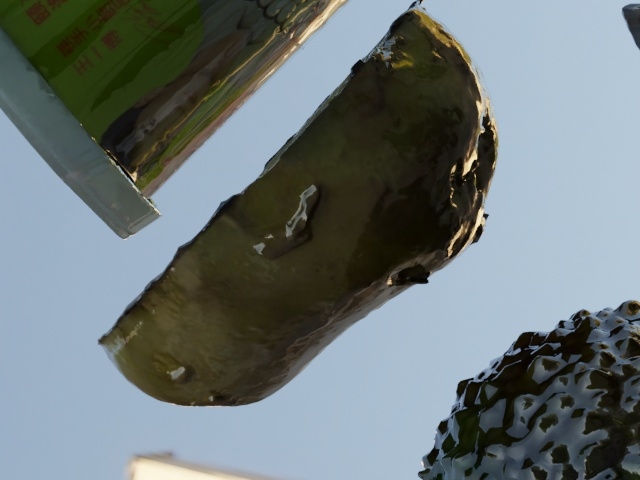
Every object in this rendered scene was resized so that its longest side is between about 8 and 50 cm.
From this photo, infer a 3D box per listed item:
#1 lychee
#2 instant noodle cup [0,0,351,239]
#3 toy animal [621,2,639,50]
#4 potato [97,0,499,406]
[{"bbox_3d":[0.107,0.099,0.687,0.171,0.171,0.171,-17,-69,-52],"label":"lychee"},{"bbox_3d":[-0.090,-0.204,1.160,0.308,0.294,0.294,-40,-44,-2],"label":"instant noodle cup"},{"bbox_3d":[0.180,-0.078,0.594,0.070,0.202,0.105,60,-151,-17],"label":"toy animal"},{"bbox_3d":[0.000,0.000,0.768,0.081,0.200,0.164,44,-137,-4],"label":"potato"}]
